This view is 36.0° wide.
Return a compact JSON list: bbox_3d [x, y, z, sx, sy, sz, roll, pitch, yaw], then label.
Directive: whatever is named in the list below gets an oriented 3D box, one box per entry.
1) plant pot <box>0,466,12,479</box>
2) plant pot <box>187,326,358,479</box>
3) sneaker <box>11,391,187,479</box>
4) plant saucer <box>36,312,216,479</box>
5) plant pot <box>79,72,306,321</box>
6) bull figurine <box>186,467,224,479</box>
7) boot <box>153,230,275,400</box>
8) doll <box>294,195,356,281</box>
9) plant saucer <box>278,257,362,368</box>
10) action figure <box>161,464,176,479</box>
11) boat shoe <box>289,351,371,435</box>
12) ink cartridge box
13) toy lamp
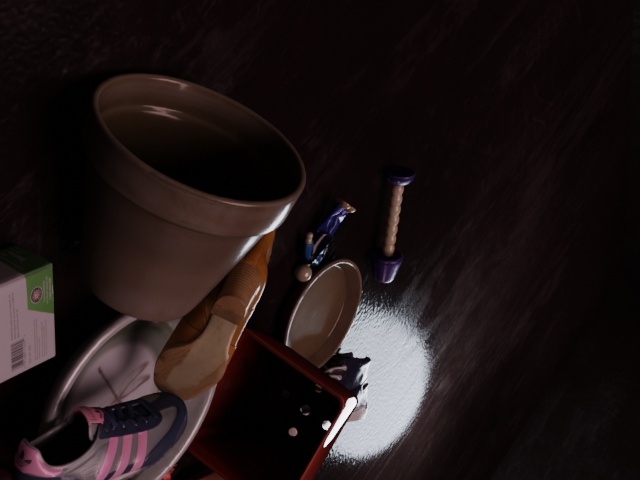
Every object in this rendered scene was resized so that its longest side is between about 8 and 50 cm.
[{"bbox_3d":[-0.486,0.474,1.497,0.201,0.180,0.201,-35,138,-39],"label":"plant pot"},{"bbox_3d":[-0.076,0.347,1.960,0.267,0.267,0.236,-60,159,8],"label":"plant pot"},{"bbox_3d":[-0.321,0.293,1.492,0.319,0.112,0.131,-30,138,-45],"label":"sneaker"},{"bbox_3d":[-0.337,0.265,1.657,0.400,0.100,0.400,-37,140,-40],"label":"plant saucer"},{"bbox_3d":[-0.225,-0.045,1.454,0.323,0.323,0.280,-16,142,-53],"label":"plant pot"},{"bbox_3d":[-0.175,0.519,2.081,0.310,0.101,0.188,-11,123,-41],"label":"bull figurine"},{"bbox_3d":[-0.162,0.115,1.625,0.295,0.104,0.211,-53,-171,35],"label":"boot"},{"bbox_3d":[0.000,0.000,2.045,0.189,0.046,0.129,-58,159,1],"label":"doll"},{"bbox_3d":[-0.004,0.164,2.164,0.278,0.041,0.278,-36,138,-40],"label":"plant saucer"},{"bbox_3d":[-0.329,0.509,1.859,0.280,0.091,0.139,-60,143,-6],"label":"action figure"},{"bbox_3d":[0.000,0.341,2.246,0.340,0.127,0.158,-2,100,-60],"label":"boat shoe"},{"bbox_3d":[-0.476,0.120,1.341,0.219,0.092,0.160,-26,132,-47],"label":"ink cartridge box"},{"bbox_3d":[0.160,-0.032,2.245,0.080,0.080,0.275,-26,130,-47],"label":"toy lamp"}]
